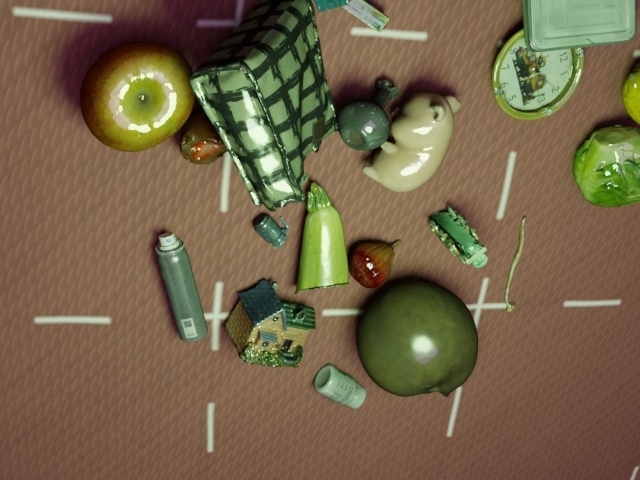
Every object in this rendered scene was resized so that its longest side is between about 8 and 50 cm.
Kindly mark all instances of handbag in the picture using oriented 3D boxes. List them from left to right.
[{"bbox_3d":[-0.088,-0.282,1.511,0.162,0.325,0.327,-3,128,28],"label":"handbag"}]

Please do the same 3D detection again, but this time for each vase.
[{"bbox_3d":[0.114,-0.284,1.648,0.120,0.120,0.183,50,56,-28],"label":"vase"}]

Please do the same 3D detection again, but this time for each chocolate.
[{"bbox_3d":[-0.246,-0.221,1.607,0.133,0.127,0.124,-23,125,18],"label":"chocolate"}]

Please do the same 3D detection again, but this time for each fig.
[{"bbox_3d":[0.143,0.059,1.848,0.153,0.119,0.119,-7,117,-18],"label":"fig"}]

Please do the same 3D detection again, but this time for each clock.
[{"bbox_3d":[0.501,-0.399,1.747,0.237,0.057,0.237,-6,119,-12],"label":"clock"}]

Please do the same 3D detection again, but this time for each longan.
[{"bbox_3d":[0.243,0.249,1.864,0.319,0.319,0.319,-6,116,-11],"label":"longan"}]

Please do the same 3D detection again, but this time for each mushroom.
[{"bbox_3d":[0.520,0.068,1.999,0.028,0.026,0.286,-13,117,-26],"label":"mushroom"}]

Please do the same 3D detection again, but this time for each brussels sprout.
[{"bbox_3d":[0.735,-0.181,1.860,0.223,0.161,0.223,5,121,8],"label":"brussels sprout"}]

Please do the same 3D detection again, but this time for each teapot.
[{"bbox_3d":[-0.118,-0.028,1.781,0.049,0.063,0.083,-21,127,33],"label":"teapot"}]

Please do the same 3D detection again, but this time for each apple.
[{"bbox_3d":[-0.370,-0.295,1.516,0.235,0.173,0.210,-20,114,-14],"label":"apple"}]

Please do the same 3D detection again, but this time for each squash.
[{"bbox_3d":[0.015,0.004,1.782,0.137,0.137,0.287,-1,113,-14],"label":"squash"}]

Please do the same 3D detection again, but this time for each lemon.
[{"bbox_3d":[0.818,-0.347,1.781,0.180,0.180,0.193,-37,94,5],"label":"lemon"}]

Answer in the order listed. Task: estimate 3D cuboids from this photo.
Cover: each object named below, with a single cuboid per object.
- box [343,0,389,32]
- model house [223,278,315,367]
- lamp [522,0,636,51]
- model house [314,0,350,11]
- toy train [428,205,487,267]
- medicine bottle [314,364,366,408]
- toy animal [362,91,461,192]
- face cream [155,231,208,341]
[{"bbox_3d":[0.054,-0.514,1.581,0.207,0.050,0.041,28,108,-24],"label":"box"},{"bbox_3d":[-0.108,0.198,1.829,0.183,0.166,0.172,18,107,-33],"label":"model house"},{"bbox_3d":[0.573,-0.563,1.653,0.269,0.047,0.267,-9,103,-12],"label":"lamp"},{"bbox_3d":[0.019,-0.582,1.463,0.325,0.194,0.267,-22,117,0],"label":"model house"},{"bbox_3d":[0.339,-0.002,1.822,0.081,0.194,0.125,-39,124,3],"label":"toy train"},{"bbox_3d":[0.054,0.395,2.005,0.130,0.080,0.080,34,103,-26],"label":"medicine bottle"},{"bbox_3d":[0.213,-0.222,1.700,0.154,0.166,0.250,26,118,-7],"label":"toy animal"},{"bbox_3d":[-0.332,0.109,1.772,0.073,0.073,0.284,-13,118,-8],"label":"face cream"}]
